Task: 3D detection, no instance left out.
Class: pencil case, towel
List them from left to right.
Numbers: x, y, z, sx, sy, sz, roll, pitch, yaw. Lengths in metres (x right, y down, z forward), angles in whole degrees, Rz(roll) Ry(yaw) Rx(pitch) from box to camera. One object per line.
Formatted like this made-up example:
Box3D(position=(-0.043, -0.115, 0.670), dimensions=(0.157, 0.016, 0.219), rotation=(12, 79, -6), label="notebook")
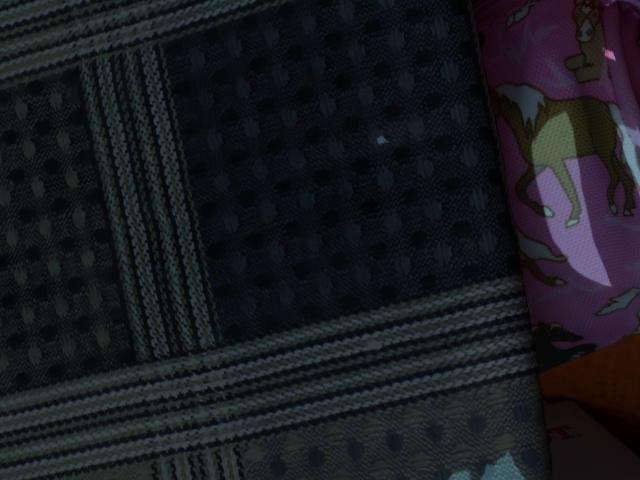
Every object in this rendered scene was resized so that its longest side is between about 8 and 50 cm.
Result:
Box3D(position=(-0.076, -0.018, 0.812), dimensions=(0.324, 0.056, 0.312), rotation=(-13, 85, 23), label="towel")
Box3D(position=(0.000, 0.000, 0.881), dimensions=(0.386, 0.160, 0.167), rotation=(-17, 149, 24), label="pencil case")

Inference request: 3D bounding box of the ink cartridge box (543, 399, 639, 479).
Box3D(position=(0.103, 0.200, 0.861), dimensions=(0.201, 0.278, 0.117), rotation=(-9, 120, -29), label="ink cartridge box")
